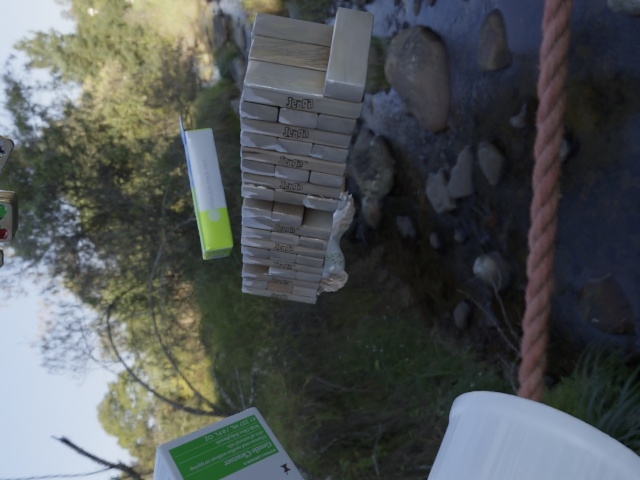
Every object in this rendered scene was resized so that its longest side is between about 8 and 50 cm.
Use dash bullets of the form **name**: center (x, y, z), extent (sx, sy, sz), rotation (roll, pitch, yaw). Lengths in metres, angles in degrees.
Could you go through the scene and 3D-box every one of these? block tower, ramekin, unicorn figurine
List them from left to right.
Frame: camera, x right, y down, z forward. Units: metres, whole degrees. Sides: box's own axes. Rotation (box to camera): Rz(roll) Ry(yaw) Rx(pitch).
- **block tower**: center (-0.027, -0.058, 0.566), extent (0.335, 0.097, 0.091), rotation (104, 174, -56)
- **unicorn figurine**: center (0.000, 0.000, 0.768), extent (0.060, 0.111, 0.162), rotation (69, -172, -69)
- **ramekin**: center (0.267, 0.324, 0.728), extent (0.277, 0.135, 0.277), rotation (28, 152, 16)

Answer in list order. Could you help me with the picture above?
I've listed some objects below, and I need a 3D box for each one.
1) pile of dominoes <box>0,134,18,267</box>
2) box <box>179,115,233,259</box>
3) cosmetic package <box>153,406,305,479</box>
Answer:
- **pile of dominoes**: center (-0.522, -0.051, 0.736), extent (0.040, 0.251, 0.196), rotation (-117, 36, -59)
- **box**: center (-0.153, -0.068, 0.786), extent (0.109, 0.042, 0.178), rotation (147, 112, -77)
- **cosmetic package**: center (-0.102, 0.473, 0.920), extent (0.365, 0.197, 0.155), rotation (44, 132, 35)
